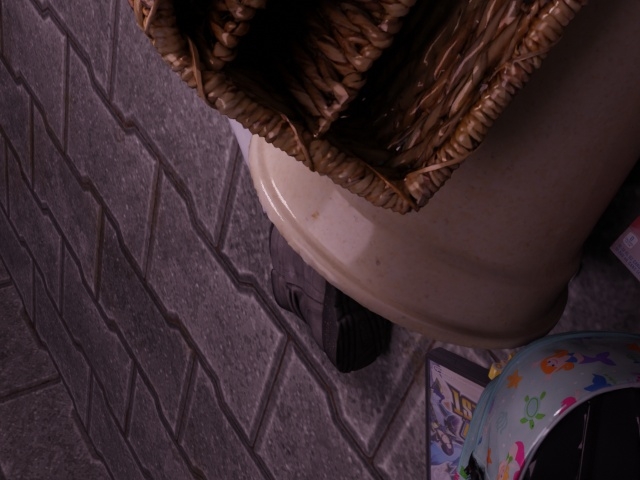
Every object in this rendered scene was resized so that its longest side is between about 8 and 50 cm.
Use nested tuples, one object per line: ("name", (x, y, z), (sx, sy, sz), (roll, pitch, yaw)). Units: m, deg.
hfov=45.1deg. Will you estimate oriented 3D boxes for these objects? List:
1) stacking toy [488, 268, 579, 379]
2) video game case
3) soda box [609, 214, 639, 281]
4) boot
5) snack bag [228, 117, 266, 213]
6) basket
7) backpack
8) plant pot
("stacking toy", (0.180, 0.050, 0.881), (0.221, 0.052, 0.167), (42, 135, 40))
("video game case", (0.230, 0.288, 0.925), (0.275, 0.035, 0.248), (22, 121, 50))
("soda box", (0.358, 0.066, 0.599), (0.263, 0.083, 0.092), (55, 142, 26))
("boot", (0.000, 0.000, 1.073), (0.223, 0.118, 0.338), (41, 131, 46))
("snack bag", (-0.069, -0.245, 1.130), (0.323, 0.037, 0.342), (-30, 78, 56))
("basket", (0.021, -0.203, 0.436), (0.299, 0.213, 0.223), (-52, 46, 25))
("backpack", (0.232, 0.199, 0.654), (0.191, 0.225, 0.253), (-108, 25, -65))
("plant pot", (0.149, -0.134, 0.642), (0.334, 0.334, 0.305), (53, 131, 28))
